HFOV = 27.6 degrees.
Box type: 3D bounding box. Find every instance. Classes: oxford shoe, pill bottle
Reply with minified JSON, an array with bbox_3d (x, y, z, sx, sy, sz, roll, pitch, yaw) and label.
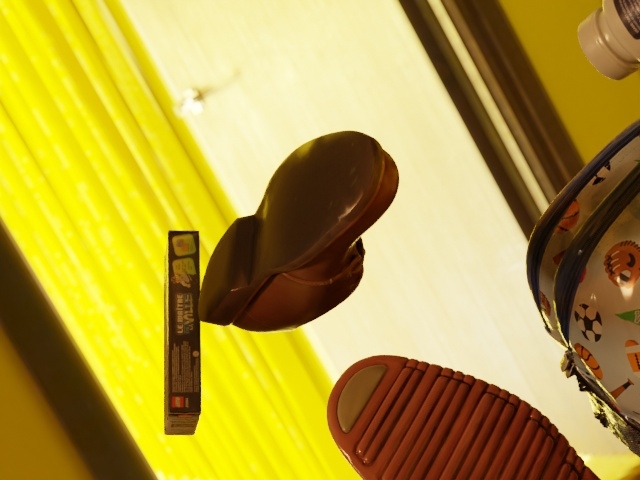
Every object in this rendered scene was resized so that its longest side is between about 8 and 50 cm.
[{"bbox_3d":[0.000,0.000,0.756,0.212,0.076,0.076,139,-36,-57],"label":"oxford shoe"},{"bbox_3d":[0.228,-0.156,0.850,0.120,0.067,0.067,-37,-179,43],"label":"pill bottle"},{"bbox_3d":[0.175,0.234,1.073,0.140,0.397,0.146,-55,173,-14],"label":"oxford shoe"}]

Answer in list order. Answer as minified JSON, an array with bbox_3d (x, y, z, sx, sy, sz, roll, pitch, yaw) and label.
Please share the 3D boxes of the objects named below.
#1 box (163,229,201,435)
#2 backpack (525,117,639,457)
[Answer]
[{"bbox_3d":[-0.154,0.104,1.448,0.036,0.207,0.114,1,161,-9],"label":"box"},{"bbox_3d":[0.277,0.022,0.927,0.276,0.213,0.263,-49,153,-9],"label":"backpack"}]
